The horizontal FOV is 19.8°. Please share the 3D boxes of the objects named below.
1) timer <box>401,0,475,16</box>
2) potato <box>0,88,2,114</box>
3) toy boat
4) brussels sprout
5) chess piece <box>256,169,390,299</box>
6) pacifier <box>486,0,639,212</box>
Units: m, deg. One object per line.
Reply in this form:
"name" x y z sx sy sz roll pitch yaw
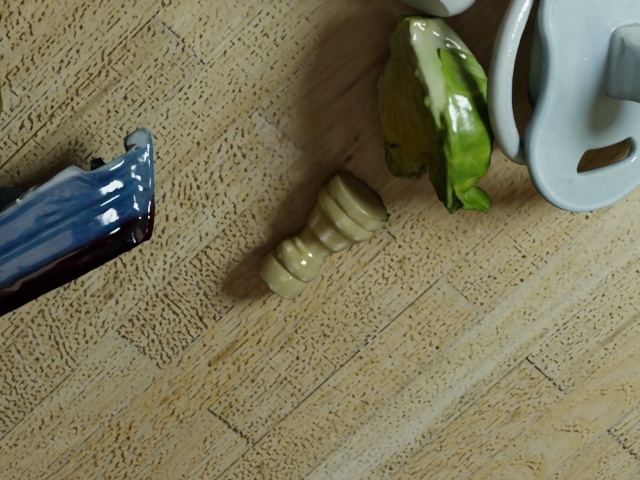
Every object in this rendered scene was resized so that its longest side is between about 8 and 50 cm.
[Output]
"timer" 0.092 -0.262 1.536 0.136 0.099 0.136 0 89 -27
"potato" -0.392 -0.111 1.485 0.266 0.229 0.229 -19 116 -1
"toy boat" -0.279 -0.013 1.602 0.309 0.129 0.142 -27 87 6
"brussels sprout" 0.106 -0.111 1.588 0.100 0.139 0.181 -6 113 -12
"chess piece" 0.000 0.000 1.671 0.066 0.066 0.122 36 112 -21
"pacifier" 0.273 -0.142 1.538 0.238 0.225 0.287 -15 118 -40
